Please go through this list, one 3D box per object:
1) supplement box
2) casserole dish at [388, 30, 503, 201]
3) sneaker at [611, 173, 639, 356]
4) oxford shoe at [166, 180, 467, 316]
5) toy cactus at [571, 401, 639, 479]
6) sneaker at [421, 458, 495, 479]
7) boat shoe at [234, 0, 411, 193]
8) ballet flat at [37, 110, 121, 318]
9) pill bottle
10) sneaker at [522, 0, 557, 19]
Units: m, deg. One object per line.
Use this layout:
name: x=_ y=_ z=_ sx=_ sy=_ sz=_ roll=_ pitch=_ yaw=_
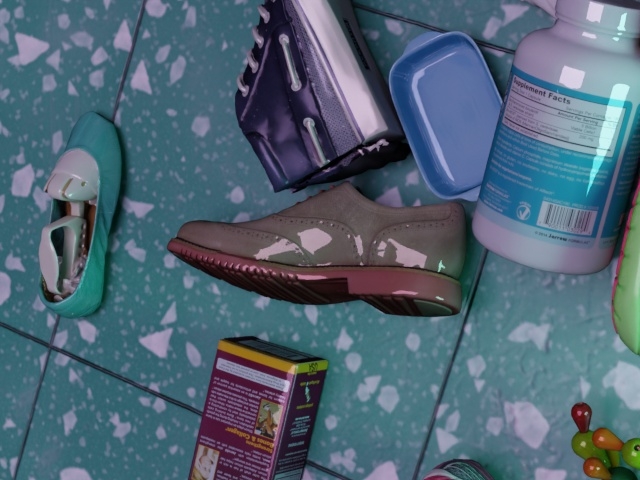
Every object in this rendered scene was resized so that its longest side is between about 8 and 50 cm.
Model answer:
supplement box: x=-0.071 y=0.210 z=1.899 sx=0.104 sy=0.081 sz=0.188 roll=16 pitch=97 yaw=26
casserole dish: x=0.145 y=-0.131 z=1.810 sx=0.114 sy=0.037 sz=0.188 roll=-26 pitch=78 yaw=25
sneaker: x=0.419 y=-0.108 z=1.615 sx=0.202 sy=0.185 sz=0.483 roll=15 pitch=101 yaw=8
oxford shoe: x=0.000 y=0.000 z=1.856 sx=0.348 sy=0.123 sz=0.130 roll=7 pitch=77 yaw=22
toy cactus: x=0.341 y=0.256 z=1.690 sx=0.219 sy=0.112 sz=0.181 roll=15 pitch=116 yaw=24
sneaker: x=0.212 y=0.349 z=1.745 sx=0.121 sy=0.112 sz=0.299 roll=-36 pitch=87 yaw=29
boat shoe: x=-0.041 y=-0.212 z=1.852 sx=0.158 sy=0.127 sz=0.341 roll=-26 pitch=79 yaw=17
ballet flat: x=-0.287 y=-0.030 z=2.006 sx=0.083 sy=0.087 sz=0.247 roll=7 pitch=93 yaw=28
pill bottle: x=0.246 y=-0.110 z=1.677 sx=0.146 sy=0.146 sz=0.264 roll=22 pitch=108 yaw=26
sneaker: x=0.195 y=-0.282 z=1.771 sx=0.212 sy=0.080 sz=0.094 roll=52 pitch=124 yaw=24
